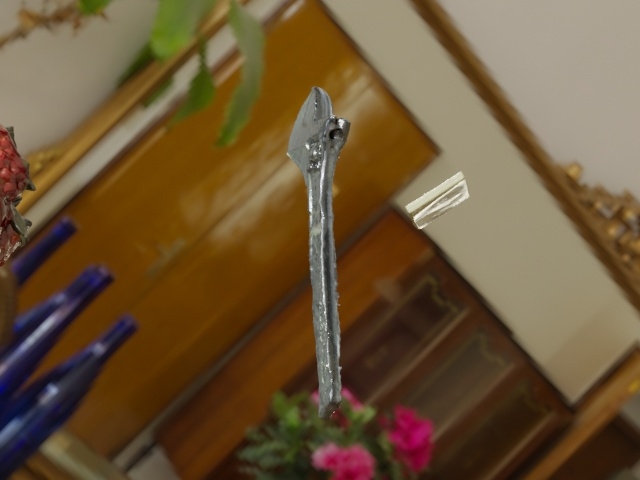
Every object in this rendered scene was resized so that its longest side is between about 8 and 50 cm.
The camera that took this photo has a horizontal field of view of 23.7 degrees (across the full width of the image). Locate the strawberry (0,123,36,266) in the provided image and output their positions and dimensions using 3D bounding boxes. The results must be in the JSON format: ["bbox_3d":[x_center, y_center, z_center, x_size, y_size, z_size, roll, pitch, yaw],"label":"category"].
[{"bbox_3d":[-0.287,-0.029,1.121,0.131,0.148,0.131,168,-90,-69],"label":"strawberry"}]

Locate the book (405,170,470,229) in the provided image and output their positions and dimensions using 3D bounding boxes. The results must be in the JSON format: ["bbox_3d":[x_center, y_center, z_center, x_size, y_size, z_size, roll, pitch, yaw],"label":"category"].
[{"bbox_3d":[0.139,-0.047,1.800,0.014,0.077,0.111,57,2,13],"label":"book"}]

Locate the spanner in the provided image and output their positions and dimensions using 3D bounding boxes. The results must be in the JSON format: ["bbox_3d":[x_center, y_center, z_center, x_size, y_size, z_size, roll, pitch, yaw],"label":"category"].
[{"bbox_3d":[0.000,0.000,1.301,0.026,0.325,0.093,13,-34,-22],"label":"spanner"}]
